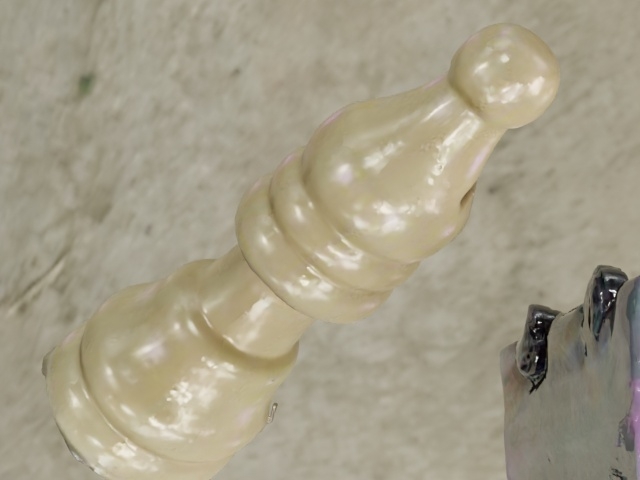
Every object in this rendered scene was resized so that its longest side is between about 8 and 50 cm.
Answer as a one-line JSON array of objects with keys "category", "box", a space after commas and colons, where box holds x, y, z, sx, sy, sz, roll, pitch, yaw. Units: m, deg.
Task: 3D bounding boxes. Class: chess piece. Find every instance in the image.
[{"category": "chess piece", "box": [0.000, 0.000, 0.971, 0.138, 0.307, 0.124, 24, 32, -44]}]

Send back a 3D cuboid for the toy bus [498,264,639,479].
[{"category": "toy bus", "box": [0.176, 0.095, 1.031, 0.112, 0.317, 0.138, 4, 80, -4]}]
